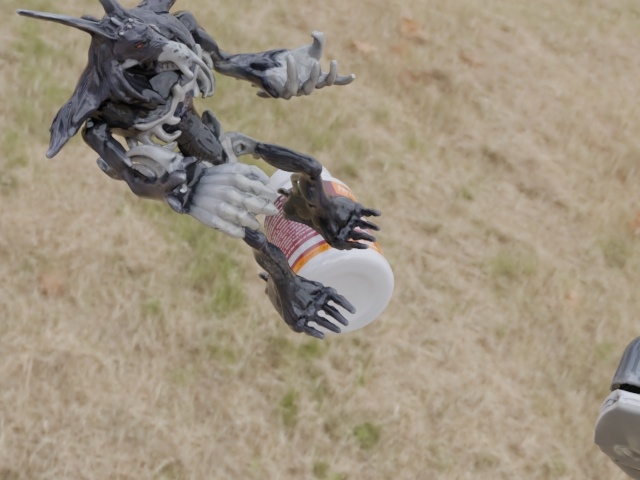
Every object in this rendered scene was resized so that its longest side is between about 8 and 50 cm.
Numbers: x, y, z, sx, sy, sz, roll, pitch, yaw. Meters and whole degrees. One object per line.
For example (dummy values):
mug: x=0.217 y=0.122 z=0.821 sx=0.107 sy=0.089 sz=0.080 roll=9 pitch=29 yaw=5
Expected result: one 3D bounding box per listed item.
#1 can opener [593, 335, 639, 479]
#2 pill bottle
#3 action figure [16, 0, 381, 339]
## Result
can opener: x=0.242 y=0.088 z=0.390 sx=0.283 sy=0.076 sz=0.095 roll=10 pitch=56 yaw=30
pill bottle: x=0.000 y=0.000 z=0.887 sx=0.086 sy=0.086 sz=0.152 roll=4 pitch=35 yaw=-22
action figure: x=-0.055 y=-0.066 z=0.668 sx=0.141 sy=0.276 sz=0.164 roll=3 pitch=56 yaw=43
